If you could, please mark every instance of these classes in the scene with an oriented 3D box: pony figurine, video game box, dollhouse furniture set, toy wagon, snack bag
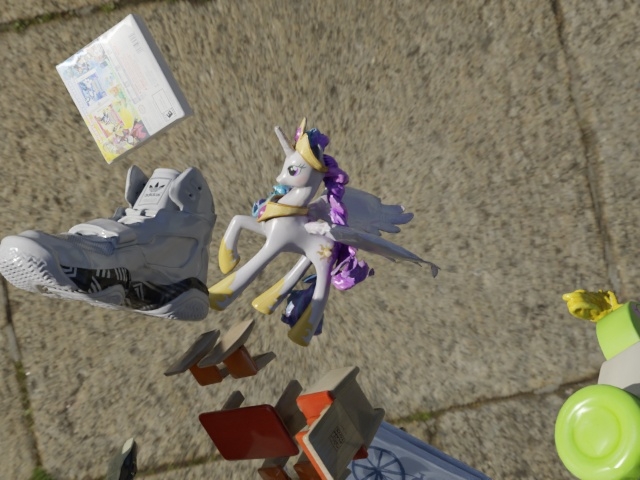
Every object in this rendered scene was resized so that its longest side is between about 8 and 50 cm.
[{"bbox_3d":[0.000,0.000,1.494,0.350,0.303,0.364,26,104,-21],"label":"pony figurine"},{"bbox_3d":[-0.356,-0.272,1.514,0.187,0.048,0.205,-27,92,18],"label":"video game box"},{"bbox_3d":[-0.059,0.245,1.078,0.259,0.135,0.262,-19,108,41],"label":"dollhouse furniture set"},{"bbox_3d":[0.253,0.159,0.524,0.267,0.344,0.068,24,128,-38],"label":"toy wagon"},{"bbox_3d":[0.118,0.470,1.342,0.323,0.037,0.343,24,110,15],"label":"snack bag"}]

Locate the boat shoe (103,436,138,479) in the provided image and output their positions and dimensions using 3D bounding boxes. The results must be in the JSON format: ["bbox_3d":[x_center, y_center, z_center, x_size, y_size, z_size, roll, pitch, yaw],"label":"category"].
[{"bbox_3d":[-0.336,0.392,1.424,0.049,0.133,0.042,-38,111,19],"label":"boat shoe"}]

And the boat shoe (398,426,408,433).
[{"bbox_3d":[0.102,0.402,1.542,0.153,0.056,0.048,-28,102,-10],"label":"boat shoe"}]

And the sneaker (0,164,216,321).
[{"bbox_3d":[-0.267,-0.014,1.124,0.137,0.366,0.210,4,80,30],"label":"sneaker"}]

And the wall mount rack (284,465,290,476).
[{"bbox_3d":[0.066,0.490,1.610,0.304,0.130,0.350,45,50,2],"label":"wall mount rack"}]
